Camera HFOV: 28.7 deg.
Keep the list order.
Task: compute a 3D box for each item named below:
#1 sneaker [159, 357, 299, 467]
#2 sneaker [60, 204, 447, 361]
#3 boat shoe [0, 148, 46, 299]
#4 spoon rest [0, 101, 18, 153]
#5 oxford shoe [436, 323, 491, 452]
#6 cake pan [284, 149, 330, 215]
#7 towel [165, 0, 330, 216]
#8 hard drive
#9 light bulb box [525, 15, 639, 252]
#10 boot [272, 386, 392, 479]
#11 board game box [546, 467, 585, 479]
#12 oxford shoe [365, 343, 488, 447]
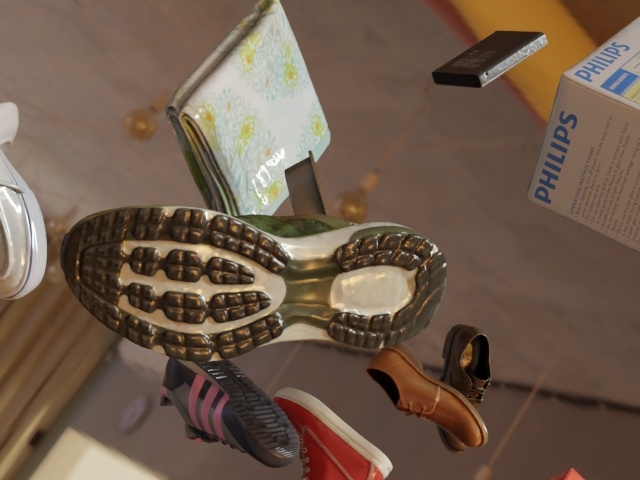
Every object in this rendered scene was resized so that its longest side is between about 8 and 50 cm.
[{"bbox_3d":[-0.153,0.292,2.025,0.112,0.131,0.319,11,21,-43],"label":"sneaker"},{"bbox_3d":[-0.081,0.030,1.317,0.410,0.158,0.182,7,11,-27],"label":"sneaker"},{"bbox_3d":[-0.456,-0.093,1.526,0.156,0.135,0.367,-28,100,-70],"label":"boat shoe"},{"bbox_3d":[-0.539,-0.105,1.774,0.084,0.276,0.137,46,-9,1],"label":"spoon rest"},{"bbox_3d":[0.253,0.263,2.199,0.082,0.227,0.096,4,0,-21],"label":"oxford shoe"},{"bbox_3d":[0.000,0.000,2.039,0.293,0.054,0.293,-16,90,-89],"label":"cake pan"},{"bbox_3d":[-0.122,-0.218,2.309,0.090,0.374,0.321,7,-46,30],"label":"towel"},{"bbox_3d":[0.231,-0.249,1.709,0.094,0.135,0.022,14,-48,52],"label":"hard drive"},{"bbox_3d":[0.563,-0.143,1.900,0.361,0.358,0.225,28,-52,22],"label":"light bulb box"},{"bbox_3d":[-0.027,0.368,2.090,0.244,0.176,0.088,35,-21,27],"label":"boot"},{"bbox_3d":[0.233,0.386,1.298,0.242,0.064,0.316,46,-40,-2],"label":"board game box"},{"bbox_3d":[0.154,0.243,1.861,0.212,0.076,0.076,38,-42,20],"label":"oxford shoe"}]
